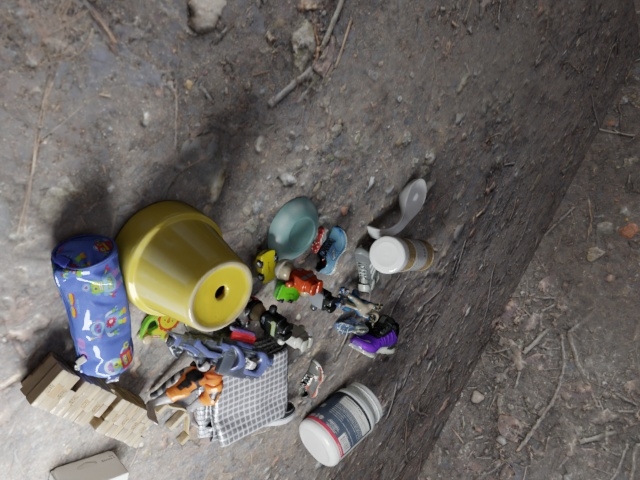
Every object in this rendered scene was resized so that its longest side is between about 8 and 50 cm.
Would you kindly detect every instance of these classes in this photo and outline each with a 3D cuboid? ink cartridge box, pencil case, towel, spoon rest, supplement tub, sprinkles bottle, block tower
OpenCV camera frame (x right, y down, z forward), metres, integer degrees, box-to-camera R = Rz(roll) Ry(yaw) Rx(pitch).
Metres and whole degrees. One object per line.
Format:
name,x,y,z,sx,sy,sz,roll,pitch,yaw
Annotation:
ink cartridge box,-0.570,0.643,1.350,0.160,0.093,0.219,-4,115,-49
pencil case,-0.461,0.142,1.140,0.133,0.119,0.306,-37,137,-49
towel,-0.212,0.426,1.589,0.284,0.121,0.235,-14,113,-44
spoon rest,0.277,-0.100,1.887,0.276,0.084,0.137,-44,140,-21
supplement tub,0.076,0.664,2.040,0.272,0.191,0.191,-31,134,-34
sprinkles bottle,0.285,0.049,1.903,0.355,0.121,0.121,4,109,-63
block tower,-0.504,0.359,1.251,0.097,0.091,0.335,-50,142,-15

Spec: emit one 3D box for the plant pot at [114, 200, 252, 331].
plant pot,-0.281,0.070,1.210,0.254,0.239,0.254,-29,132,-37

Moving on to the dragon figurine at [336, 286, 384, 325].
dragon figurine,0.132,0.221,1.915,0.085,0.144,0.289,-62,162,-3

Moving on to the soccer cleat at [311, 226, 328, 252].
soccer cleat,0.000,0.000,1.670,0.036,0.029,0.083,10,100,-48

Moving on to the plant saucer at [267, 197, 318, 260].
plant saucer,-0.063,-0.024,1.574,0.195,0.037,0.195,-29,133,-37

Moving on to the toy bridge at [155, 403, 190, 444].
toy bridge,-0.390,0.481,1.516,0.063,0.026,0.188,-42,139,-28

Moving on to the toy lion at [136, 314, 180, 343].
toy lion,-0.382,0.198,1.346,0.100,0.034,0.096,10,98,-51

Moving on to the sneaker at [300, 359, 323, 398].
sneaker,-0.036,0.480,1.907,0.065,0.061,0.157,-12,121,-38

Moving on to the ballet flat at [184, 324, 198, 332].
ballet flat,-0.276,0.237,1.481,0.084,0.058,0.250,-49,137,0

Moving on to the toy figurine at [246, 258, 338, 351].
toy figurine,-0.077,0.176,1.515,0.213,0.148,0.209,-58,149,-9

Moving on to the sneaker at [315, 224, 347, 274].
sneaker,0.029,0.032,1.697,0.073,0.063,0.162,1,111,-46

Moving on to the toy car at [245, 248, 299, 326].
toy car,-0.140,0.137,1.571,0.225,0.053,0.239,14,102,-53

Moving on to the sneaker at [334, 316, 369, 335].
sneaker,0.103,0.296,1.965,0.135,0.058,0.052,15,126,-32

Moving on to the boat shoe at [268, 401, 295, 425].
boat shoe,-0.161,0.537,1.785,0.229,0.080,0.076,6,109,-43

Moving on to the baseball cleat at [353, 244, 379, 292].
baseball cleat,0.152,0.108,1.866,0.206,0.072,0.109,57,47,-49

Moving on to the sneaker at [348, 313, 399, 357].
sneaker,0.208,0.342,2.080,0.293,0.102,0.146,11,102,-58

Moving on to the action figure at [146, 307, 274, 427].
action figure,-0.296,0.280,1.347,0.330,0.178,0.341,-55,138,-5
